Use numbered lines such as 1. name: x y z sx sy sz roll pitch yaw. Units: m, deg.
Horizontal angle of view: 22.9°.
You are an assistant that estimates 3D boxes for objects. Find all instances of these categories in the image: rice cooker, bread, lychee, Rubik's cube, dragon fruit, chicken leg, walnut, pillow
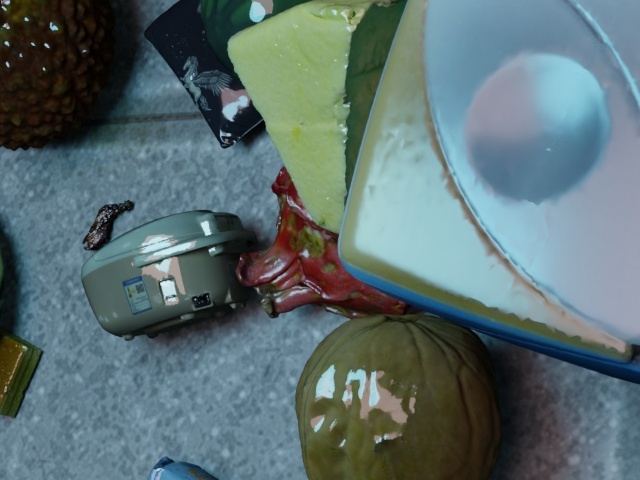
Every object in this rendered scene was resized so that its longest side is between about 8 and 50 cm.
1. rice cooker: -0.170 0.039 1.787 0.206 0.145 0.127 -15 85 23
2. bread: -0.401 0.160 1.951 0.090 0.035 0.094 25 92 31
3. lychee: -0.384 -0.257 1.898 0.275 0.276 0.304 -25 95 23
4. Rubik's cube: 0.260 -0.060 1.445 0.352 0.351 0.347 18 88 33
5. dragon fruit: 0.000 0.000 1.705 0.211 0.134 0.262 -44 62 20
6. chicken leg: -0.263 -0.023 1.921 0.083 0.021 0.036 -51 51 6
7. walnut: 0.078 0.183 1.583 0.228 0.228 0.228 -7 76 28
8. pillow: -0.112 -0.216 1.857 0.141 0.055 0.208 -38 64 10
9. bread: 0.093 -0.149 1.569 0.198 0.263 0.236 -14 100 50

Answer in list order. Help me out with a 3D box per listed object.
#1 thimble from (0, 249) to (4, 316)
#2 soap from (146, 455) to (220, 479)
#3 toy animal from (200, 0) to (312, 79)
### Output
1. thimble: -0.524 0.060 1.948 0.254 0.167 0.288 -18 64 35
2. soap: -0.108 0.355 1.721 0.293 0.077 0.156 26 93 32
3. toy animal: -0.073 -0.319 1.753 0.191 0.216 0.338 -10 70 -16
